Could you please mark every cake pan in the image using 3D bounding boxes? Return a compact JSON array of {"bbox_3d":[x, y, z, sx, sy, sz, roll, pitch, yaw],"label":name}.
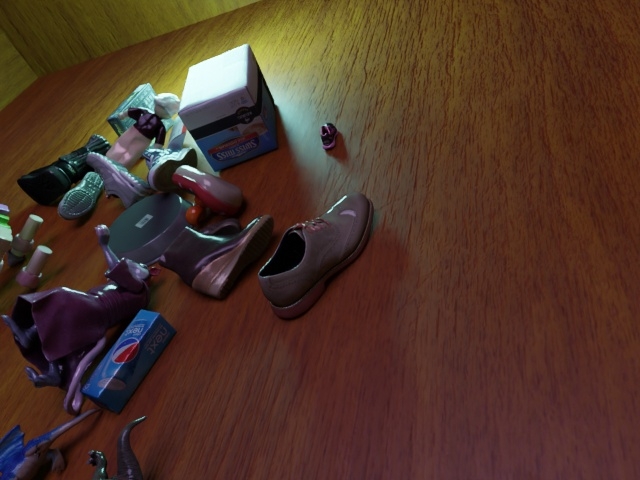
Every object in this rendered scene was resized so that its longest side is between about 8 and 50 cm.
[{"bbox_3d":[-0.501,-0.037,1.490,0.293,0.054,0.293,-16,41,14],"label":"cake pan"}]

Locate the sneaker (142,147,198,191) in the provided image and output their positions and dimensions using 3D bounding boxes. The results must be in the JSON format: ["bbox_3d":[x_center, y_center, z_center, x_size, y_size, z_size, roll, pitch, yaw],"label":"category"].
[{"bbox_3d":[-0.507,-0.222,1.604,0.153,0.099,0.282,2,25,11],"label":"sneaker"}]

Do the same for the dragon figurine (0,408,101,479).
[{"bbox_3d":[-0.581,0.423,1.004,0.144,0.085,0.289,10,53,36],"label":"dragon figurine"}]

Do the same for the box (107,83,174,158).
[{"bbox_3d":[-0.673,-0.450,1.938,0.059,0.183,0.233,-2,46,29],"label":"box"}]

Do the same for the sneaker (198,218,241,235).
[{"bbox_3d":[-0.292,-0.004,1.340,0.188,0.066,0.071,-19,20,6],"label":"sneaker"}]

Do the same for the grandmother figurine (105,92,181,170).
[{"bbox_3d":[-0.620,-0.379,1.790,0.342,0.208,0.104,-45,5,6],"label":"grandmother figurine"}]

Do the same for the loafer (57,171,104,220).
[{"bbox_3d":[-0.832,-0.140,1.781,0.087,0.094,0.251,-38,23,27],"label":"loafer"}]

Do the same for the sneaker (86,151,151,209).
[{"bbox_3d":[-0.684,-0.196,1.678,0.281,0.105,0.115,34,93,26],"label":"sneaker"}]

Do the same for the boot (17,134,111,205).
[{"bbox_3d":[-0.954,-0.264,1.937,0.347,0.131,0.260,-5,38,37],"label":"boot"}]

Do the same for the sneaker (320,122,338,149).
[{"bbox_3d":[0.020,-0.318,1.495,0.047,0.057,0.119,-17,39,16],"label":"sneaker"}]

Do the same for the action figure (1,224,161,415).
[{"bbox_3d":[-0.496,0.153,1.171,0.275,0.248,0.370,39,40,15],"label":"action figure"}]

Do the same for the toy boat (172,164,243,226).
[{"bbox_3d":[-0.325,-0.110,1.427,0.231,0.151,0.151,23,91,44],"label":"toy boat"}]

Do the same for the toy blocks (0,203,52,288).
[{"bbox_3d":[-1.017,0.042,1.524,0.260,0.309,0.288,-56,43,8],"label":"toy blocks"}]

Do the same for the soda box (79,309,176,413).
[{"bbox_3d":[-0.408,0.255,1.100,0.067,0.071,0.210,3,48,33],"label":"soda box"}]

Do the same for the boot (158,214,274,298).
[{"bbox_3d":[-0.253,0.004,1.242,0.206,0.090,0.248,27,70,26],"label":"boot"}]

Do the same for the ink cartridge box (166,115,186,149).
[{"bbox_3d":[-0.480,-0.391,1.758,0.056,0.225,0.181,14,37,-17],"label":"ink cartridge box"}]

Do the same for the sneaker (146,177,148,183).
[{"bbox_3d":[-0.552,-0.209,1.718,0.043,0.040,0.109,-20,40,5],"label":"sneaker"}]

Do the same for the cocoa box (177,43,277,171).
[{"bbox_3d":[-0.286,-0.432,1.659,0.231,0.228,0.347,-19,40,9],"label":"cocoa box"}]

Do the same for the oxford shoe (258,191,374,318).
[{"bbox_3d":[0.000,0.000,1.098,0.123,0.130,0.348,12,53,38],"label":"oxford shoe"}]

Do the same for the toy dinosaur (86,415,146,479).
[{"bbox_3d":[-0.361,0.454,0.848,0.160,0.121,0.313,18,51,27],"label":"toy dinosaur"}]
